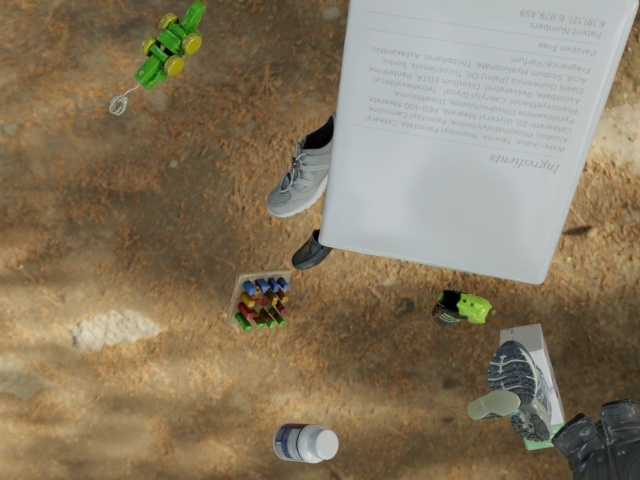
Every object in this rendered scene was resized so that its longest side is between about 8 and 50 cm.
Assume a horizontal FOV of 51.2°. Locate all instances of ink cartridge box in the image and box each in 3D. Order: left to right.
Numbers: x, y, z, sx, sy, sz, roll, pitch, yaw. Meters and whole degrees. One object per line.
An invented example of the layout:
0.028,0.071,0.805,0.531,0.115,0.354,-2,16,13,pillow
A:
0.582,0.393,1.828,0.117,0.201,0.278,-15,98,19,ink cartridge box

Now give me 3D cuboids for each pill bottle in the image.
-0.035,0.505,1.667,0.169,0.094,0.094,-16,119,50,pill bottle

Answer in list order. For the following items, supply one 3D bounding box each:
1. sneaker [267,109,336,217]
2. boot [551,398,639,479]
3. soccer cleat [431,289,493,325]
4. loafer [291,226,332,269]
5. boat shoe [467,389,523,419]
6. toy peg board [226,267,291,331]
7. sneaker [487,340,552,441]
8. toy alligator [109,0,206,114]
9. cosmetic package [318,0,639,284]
-0.027,-0.169,1.408,0.281,0.105,0.115,-46,133,17,sneaker
0.487,0.458,1.230,0.338,0.222,0.118,-33,136,7,boot
0.226,0.111,1.147,0.072,0.060,0.179,28,166,-10,soccer cleat
0.000,0.000,1.721,0.223,0.076,0.078,-36,138,28,loafer
0.341,0.315,1.286,0.042,0.048,0.133,1,156,-31,boat shoe
-0.151,0.167,1.799,0.161,0.079,0.160,-4,124,-36,toy peg board
0.466,0.328,1.545,0.110,0.122,0.282,-4,123,32,sneaker
-0.214,-0.241,0.907,0.056,0.051,0.189,42,96,12,toy alligator
0.199,-0.204,0.968,0.328,0.329,0.393,10,120,5,cosmetic package
